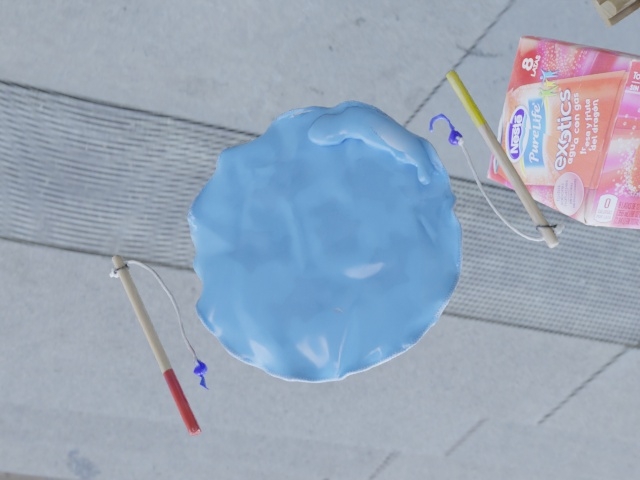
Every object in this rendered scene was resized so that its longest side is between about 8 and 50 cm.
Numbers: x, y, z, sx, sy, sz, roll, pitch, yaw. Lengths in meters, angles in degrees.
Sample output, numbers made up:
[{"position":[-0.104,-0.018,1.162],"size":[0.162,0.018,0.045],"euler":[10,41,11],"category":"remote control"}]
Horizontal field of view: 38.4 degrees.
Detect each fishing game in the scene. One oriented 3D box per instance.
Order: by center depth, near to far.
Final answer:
[{"position":[0.000,0.000,0.589],"size":[0.264,0.189,0.041],"euler":[-32,156,2],"category":"fishing game"}]

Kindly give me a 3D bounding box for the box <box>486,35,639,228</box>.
[{"position":[0.329,-0.094,0.861],"size":[0.299,0.154,0.142],"euler":[3,107,-27],"category":"box"}]

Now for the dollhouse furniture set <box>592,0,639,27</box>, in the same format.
[{"position":[0.333,-0.277,0.853],"size":[0.123,0.151,0.144],"euler":[-33,94,-13],"category":"dollhouse furniture set"}]
